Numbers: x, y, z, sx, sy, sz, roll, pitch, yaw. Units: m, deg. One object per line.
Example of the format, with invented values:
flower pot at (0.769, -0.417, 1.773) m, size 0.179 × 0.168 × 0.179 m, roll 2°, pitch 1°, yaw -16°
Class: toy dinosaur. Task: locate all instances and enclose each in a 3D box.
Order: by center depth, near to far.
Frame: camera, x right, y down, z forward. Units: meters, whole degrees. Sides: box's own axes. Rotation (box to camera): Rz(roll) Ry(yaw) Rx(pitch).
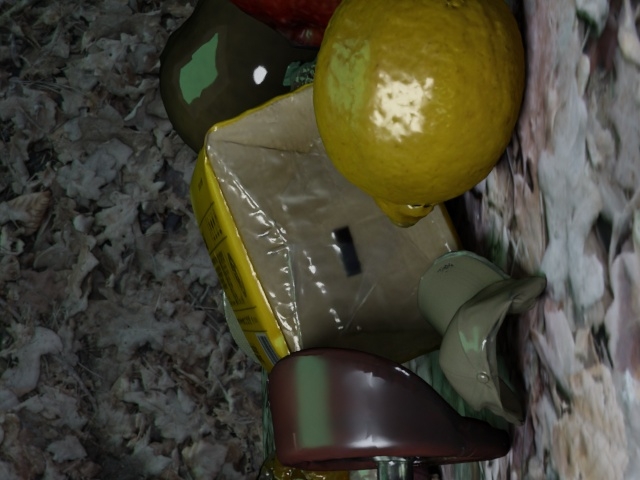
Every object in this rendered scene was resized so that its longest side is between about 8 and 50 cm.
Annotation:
toy dinosaur at (-0.010, -0.191, 1.497) m, size 0.242 × 0.053 × 0.167 m, roll -45°, pitch 15°, yaw 21°

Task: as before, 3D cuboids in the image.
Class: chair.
chair at (0.069, 0.301, 1.097) m, size 0.226 × 0.226 × 0.401 m, roll 122°, pitch 147°, yaw -74°

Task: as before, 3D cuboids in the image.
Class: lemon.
lemon at (0.086, -0.136, 1.086) m, size 0.188 × 0.188 × 0.257 m, roll -113°, pitch 30°, yaw -68°

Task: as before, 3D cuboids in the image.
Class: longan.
longan at (-0.067, -0.245, 1.709) m, size 0.319 × 0.318 × 0.319 m, roll 180°, pitch 90°, yaw -81°

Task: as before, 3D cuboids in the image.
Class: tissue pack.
tissue pack at (0.000, 0.000, 1.359) m, size 0.293 × 0.228 × 0.382 m, roll 66°, pitch 170°, yaw 0°

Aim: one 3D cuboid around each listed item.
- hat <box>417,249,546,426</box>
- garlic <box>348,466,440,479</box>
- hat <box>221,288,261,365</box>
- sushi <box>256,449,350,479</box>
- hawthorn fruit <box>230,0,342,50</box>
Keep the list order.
hat at (0.122, 0.085, 1.088) m, size 0.175 × 0.085 × 0.147 m, roll 35°, pitch 130°, yaw 55°
garlic at (0.085, 0.273, 1.390) m, size 0.147 × 0.102 × 0.159 m, roll -70°, pitch -28°, yaw -73°
hat at (-0.010, 0.071, 1.843) m, size 0.130 × 0.257 × 0.257 m, roll 2°, pitch 93°, yaw 48°
sushi at (0.016, 0.330, 1.613) m, size 0.200 × 0.213 × 0.204 m, roll 50°, pitch 160°, yaw 41°
hawthorn fruit at (0.017, -0.344, 1.276) m, size 0.295 × 0.295 × 0.311 m, roll 134°, pitch 136°, yaw -78°
